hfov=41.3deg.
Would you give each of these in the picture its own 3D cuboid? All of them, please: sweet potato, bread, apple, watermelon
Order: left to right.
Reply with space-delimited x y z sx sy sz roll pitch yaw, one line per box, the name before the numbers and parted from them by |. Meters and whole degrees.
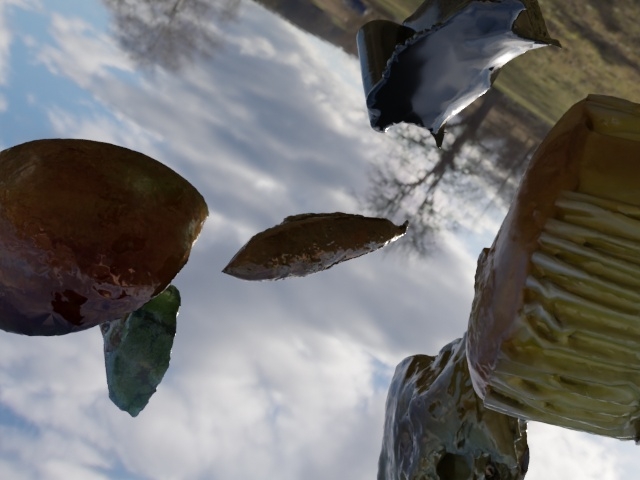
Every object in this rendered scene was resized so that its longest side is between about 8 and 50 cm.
apple | -0.333 -0.009 1.127 0.346 0.254 0.179 -5 -178 6
watermelon | -0.269 0.137 1.158 0.139 0.187 0.071 12 173 44
sweet potato | 0.000 0.000 0.810 0.205 0.060 0.068 -8 -129 -26
bread | 0.194 0.290 1.218 0.191 0.314 0.370 7 160 -4
bread | 0.143 0.008 0.445 0.114 0.132 0.190 15 -134 14

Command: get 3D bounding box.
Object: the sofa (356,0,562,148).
sofa | 0.154 -0.279 1.104 0.182 0.258 0.200 21 -133 -31
